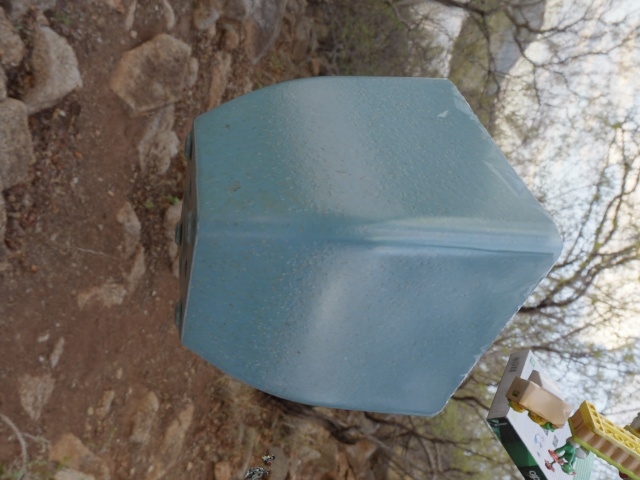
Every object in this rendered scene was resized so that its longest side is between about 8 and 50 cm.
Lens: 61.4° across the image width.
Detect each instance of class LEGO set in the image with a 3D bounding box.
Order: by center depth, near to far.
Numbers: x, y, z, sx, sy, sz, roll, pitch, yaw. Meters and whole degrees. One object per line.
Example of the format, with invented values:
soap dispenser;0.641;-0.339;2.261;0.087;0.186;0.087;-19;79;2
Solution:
LEGO set;0.294;0.229;0.542;0.107;0.287;0.132;-60;-150;21
LEGO set;-0.118;0.429;1.013;0.083;0.023;0.054;-47;138;3

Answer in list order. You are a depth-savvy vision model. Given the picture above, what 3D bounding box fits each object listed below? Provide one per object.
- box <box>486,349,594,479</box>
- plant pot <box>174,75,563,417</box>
box;0.502;0.443;1.209;0.059;0.321;0.232;-28;-171;42
plant pot;0.000;0.000;0.494;0.247;0.253;0.247;-106;-154;-44
